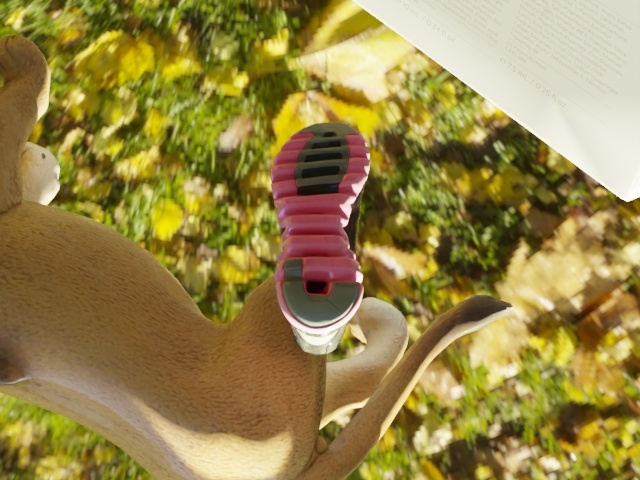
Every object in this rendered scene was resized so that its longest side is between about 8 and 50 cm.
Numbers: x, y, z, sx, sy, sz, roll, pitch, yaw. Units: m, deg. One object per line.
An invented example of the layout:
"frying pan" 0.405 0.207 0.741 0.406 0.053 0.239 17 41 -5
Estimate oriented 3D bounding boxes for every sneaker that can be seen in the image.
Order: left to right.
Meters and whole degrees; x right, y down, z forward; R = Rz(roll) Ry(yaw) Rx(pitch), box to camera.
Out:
"sneaker" 0.000 0.000 0.663 0.047 0.119 0.057 2 147 5

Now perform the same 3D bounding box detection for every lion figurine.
"lion figurine" -0.109 0.044 0.683 0.392 0.240 0.142 17 134 3

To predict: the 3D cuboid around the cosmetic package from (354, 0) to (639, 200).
"cosmetic package" 0.099 -0.246 0.777 0.377 0.097 0.284 41 139 25
